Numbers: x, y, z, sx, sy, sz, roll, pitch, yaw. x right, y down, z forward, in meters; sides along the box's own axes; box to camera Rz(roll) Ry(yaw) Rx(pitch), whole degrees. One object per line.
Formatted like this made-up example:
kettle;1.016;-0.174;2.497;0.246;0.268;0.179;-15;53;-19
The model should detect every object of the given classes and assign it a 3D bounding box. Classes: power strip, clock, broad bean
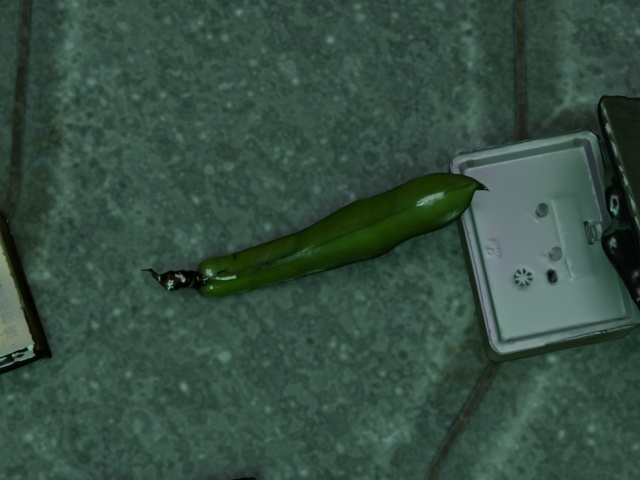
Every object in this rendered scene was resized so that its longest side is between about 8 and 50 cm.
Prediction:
power strip;0.337;0.005;1.360;0.092;0.257;0.251;-35;64;38
clock;0.203;0.006;1.409;0.147;0.071;0.192;-12;76;-2
broad bean;0.002;0.001;1.389;0.318;0.098;0.056;-18;81;6

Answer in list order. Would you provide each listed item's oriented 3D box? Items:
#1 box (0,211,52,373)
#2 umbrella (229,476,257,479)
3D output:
box;-0.387;0.078;1.406;0.240;0.071;0.159;-21;79;-3
umbrella;-0.153;0.273;1.352;0.357;0.106;0.113;-6;85;-8
